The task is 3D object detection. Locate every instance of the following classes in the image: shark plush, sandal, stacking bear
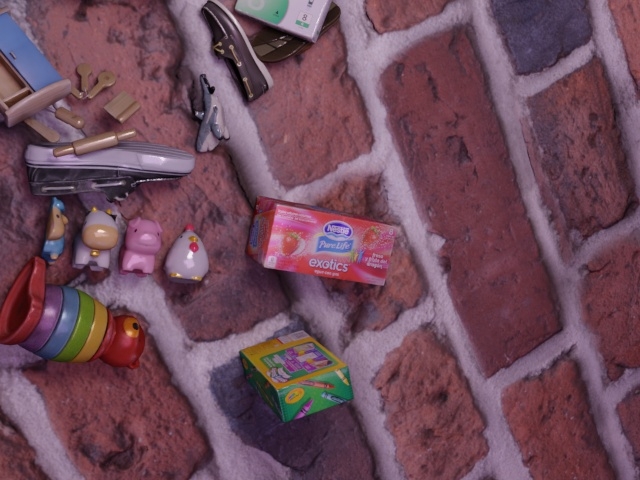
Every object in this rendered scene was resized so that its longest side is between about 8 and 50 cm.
[{"bbox_3d":[-0.244,-0.271,1.664,0.067,0.073,0.161,-5,110,9],"label":"shark plush"},{"bbox_3d":[-0.050,-0.448,1.701,0.219,0.060,0.090,-38,73,-16],"label":"sandal"},{"bbox_3d":[-0.492,0.180,1.601,0.289,0.175,0.164,27,122,-35],"label":"stacking bear"}]

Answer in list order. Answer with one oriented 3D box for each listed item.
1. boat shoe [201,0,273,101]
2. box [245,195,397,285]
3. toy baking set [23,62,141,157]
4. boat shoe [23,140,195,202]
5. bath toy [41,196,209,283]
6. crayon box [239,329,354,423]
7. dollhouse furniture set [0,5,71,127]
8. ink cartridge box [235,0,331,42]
[{"bbox_3d":[-0.186,-0.399,1.643,0.068,0.081,0.228,-41,115,-14],"label":"boat shoe"},{"bbox_3d":[0.000,0.000,1.766,0.299,0.154,0.142,10,97,-23],"label":"box"},{"bbox_3d":[-0.487,-0.250,1.529,0.256,0.030,0.197,-23,70,-21],"label":"toy baking set"},{"bbox_3d":[-0.427,-0.138,1.593,0.334,0.121,0.119,1,108,-11],"label":"boat shoe"},{"bbox_3d":[-0.393,0.004,1.620,0.348,0.151,0.129,12,74,-29],"label":"bath toy"},{"bbox_3d":[-0.059,0.295,1.731,0.165,0.278,0.081,-16,106,-19],"label":"crayon box"},{"bbox_3d":[-0.578,-0.348,1.315,0.286,0.303,0.198,-38,83,-28],"label":"dollhouse furniture set"},{"bbox_3d":[-0.056,-0.554,1.638,0.180,0.056,0.225,22,95,6],"label":"ink cartridge box"}]
